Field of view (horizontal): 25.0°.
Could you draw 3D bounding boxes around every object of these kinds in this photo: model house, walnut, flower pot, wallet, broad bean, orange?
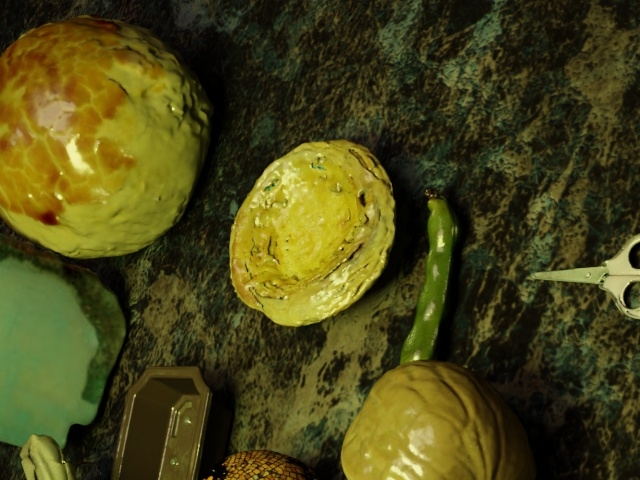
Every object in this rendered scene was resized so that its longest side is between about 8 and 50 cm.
[{"bbox_3d":[-0.544,0.158,2.251,0.339,0.360,0.297,-7,68,56],"label":"model house"},{"bbox_3d":[0.128,0.242,1.609,0.228,0.228,0.228,-21,59,39],"label":"walnut"},{"bbox_3d":[-0.200,0.304,2.005,0.179,0.084,0.250,-4,71,44],"label":"flower pot"},{"bbox_3d":[-0.324,0.406,1.977,0.068,0.275,0.335,-25,58,-4],"label":"wallet"},{"bbox_3d":[0.139,0.058,1.794,0.052,0.053,0.256,120,160,-73],"label":"broad bean"},{"bbox_3d":[-0.081,0.377,1.782,0.234,0.182,0.234,-7,82,63],"label":"orange"}]

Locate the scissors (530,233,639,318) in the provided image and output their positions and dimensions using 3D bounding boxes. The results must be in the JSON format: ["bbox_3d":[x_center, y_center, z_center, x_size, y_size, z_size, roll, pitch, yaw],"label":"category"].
[{"bbox_3d":[0.315,0.039,1.649,0.189,0.015,0.100,-1,75,46],"label":"scissors"}]

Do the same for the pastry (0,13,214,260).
[{"bbox_3d":[-0.363,-0.164,2.210,0.389,0.313,0.388,-20,62,43],"label":"pastry"}]

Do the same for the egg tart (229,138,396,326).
[{"bbox_3d":[0.000,0.000,1.925,0.291,0.107,0.290,-21,55,34],"label":"egg tart"}]
